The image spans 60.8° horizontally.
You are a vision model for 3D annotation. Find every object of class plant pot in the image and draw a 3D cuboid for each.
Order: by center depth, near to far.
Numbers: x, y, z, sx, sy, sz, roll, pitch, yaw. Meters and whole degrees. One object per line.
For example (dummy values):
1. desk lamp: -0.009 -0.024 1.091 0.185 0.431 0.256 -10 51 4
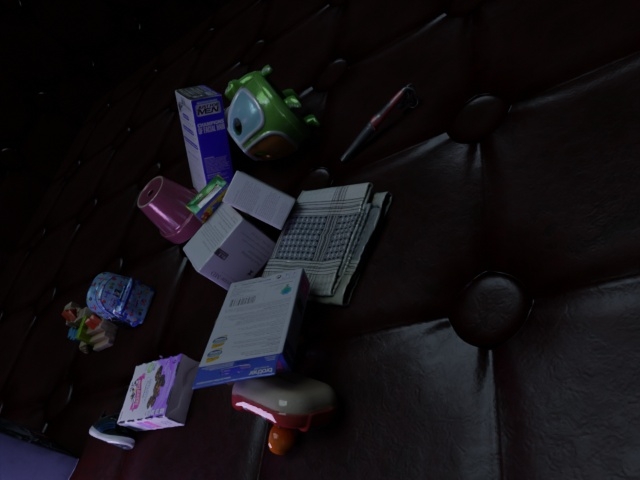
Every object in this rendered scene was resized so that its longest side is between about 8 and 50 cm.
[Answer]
1. plant pot: -0.509 -0.116 1.855 0.201 0.180 0.201 -26 44 27

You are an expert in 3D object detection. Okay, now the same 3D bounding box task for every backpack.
1. backpack: -0.642 0.181 1.741 0.117 0.173 0.158 -10 51 40

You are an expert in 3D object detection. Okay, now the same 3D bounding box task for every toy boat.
1. toy boat: -0.078 0.348 1.083 0.231 0.151 0.151 5 91 47

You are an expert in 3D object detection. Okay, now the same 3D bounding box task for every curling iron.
1. curling iron: 0.155 -0.305 1.454 0.274 0.068 0.035 -44 39 17

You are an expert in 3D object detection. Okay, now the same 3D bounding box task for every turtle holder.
1. turtle holder: -0.181 -0.393 1.666 0.227 0.320 0.243 -41 0 10

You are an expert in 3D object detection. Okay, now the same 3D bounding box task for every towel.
1. towel: 0.000 0.000 1.346 0.324 0.056 0.312 3 61 46

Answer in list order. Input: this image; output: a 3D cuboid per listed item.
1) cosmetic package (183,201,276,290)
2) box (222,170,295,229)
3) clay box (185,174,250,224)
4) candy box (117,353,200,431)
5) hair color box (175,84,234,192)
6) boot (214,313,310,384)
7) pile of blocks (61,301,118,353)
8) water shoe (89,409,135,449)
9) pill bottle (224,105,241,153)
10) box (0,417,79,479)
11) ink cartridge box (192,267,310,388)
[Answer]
1. cosmetic package: -0.246 0.020 1.497 0.184 0.151 0.151 -51 38 0
2. box: -0.161 -0.109 1.463 0.091 0.170 0.130 -63 5 4
3. clay box: -0.284 -0.080 1.584 0.053 0.222 0.127 38 80 28
4. candy box: -0.418 0.397 1.415 0.196 0.070 0.165 -20 46 33
5. hair color box: -0.368 -0.311 1.764 0.110 0.339 0.185 -19 31 -22
6. boot: -0.134 0.213 1.282 0.211 0.104 0.295 -29 20 -2
7. pile of blocks: -0.830 0.295 1.883 0.362 0.112 0.149 0 59 46
8. water shoe: -0.553 0.500 1.462 0.203 0.073 0.080 -5 53 43
9. pill bottle: -0.312 -0.383 1.907 0.264 0.153 0.153 -15 49 37
10. box: -0.919 0.602 1.522 0.312 0.343 0.179 1 59 45
11. ink cartridge box: -0.134 0.188 1.137 0.185 0.065 0.311 -13 30 17
